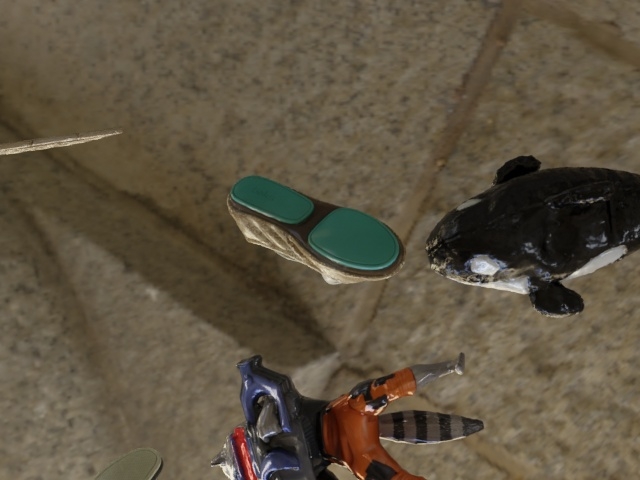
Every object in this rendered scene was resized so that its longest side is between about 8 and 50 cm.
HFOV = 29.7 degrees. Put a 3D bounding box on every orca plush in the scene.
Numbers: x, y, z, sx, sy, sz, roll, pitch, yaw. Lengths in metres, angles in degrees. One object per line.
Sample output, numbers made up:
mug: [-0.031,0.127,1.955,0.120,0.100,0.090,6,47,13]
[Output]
orca plush: [0.243,-0.011,1.061,0.287,0.102,0.151,8,72,-9]

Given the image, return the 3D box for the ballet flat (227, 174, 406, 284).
ballet flat: [0.000,0.000,1.106,0.206,0.073,0.067,29,147,37]

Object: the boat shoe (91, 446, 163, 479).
boat shoe: [-0.334,0.427,1.911,0.084,0.079,0.233,31,74,36]

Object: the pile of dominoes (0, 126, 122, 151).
pile of dominoes: [-0.401,-0.105,1.574,0.196,0.251,0.040,0,100,66]

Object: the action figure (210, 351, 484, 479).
action figure: [0.028,0.288,1.494,0.330,0.178,0.341,-3,100,19]
